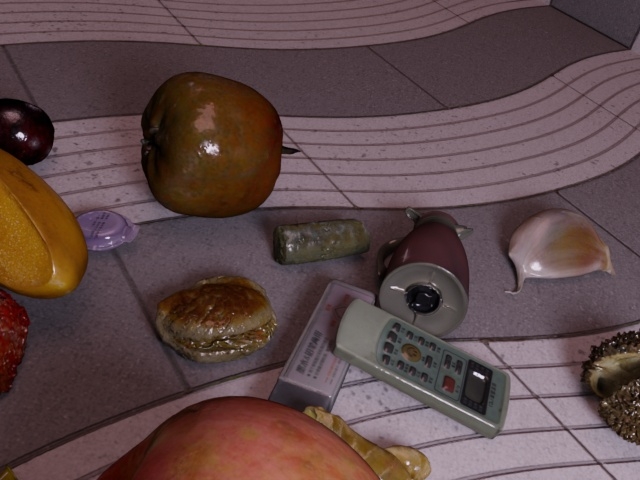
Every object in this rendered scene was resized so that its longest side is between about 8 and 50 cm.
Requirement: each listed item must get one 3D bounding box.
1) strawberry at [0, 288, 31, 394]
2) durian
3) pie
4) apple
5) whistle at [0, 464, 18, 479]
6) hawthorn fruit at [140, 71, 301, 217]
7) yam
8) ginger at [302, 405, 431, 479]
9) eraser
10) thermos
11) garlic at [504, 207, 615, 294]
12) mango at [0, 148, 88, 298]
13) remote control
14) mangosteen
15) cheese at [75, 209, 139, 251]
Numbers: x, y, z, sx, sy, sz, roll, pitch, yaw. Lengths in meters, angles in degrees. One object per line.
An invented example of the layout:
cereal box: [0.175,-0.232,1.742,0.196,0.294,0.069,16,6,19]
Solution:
strawberry: [-0.488,0.129,1.010,0.140,0.085,0.192,10,39,-5]
durian: [0.510,0.230,1.101,0.196,0.167,0.196,16,54,-23]
pie: [-0.163,0.115,1.118,0.193,0.079,0.163,-14,41,-30]
apple: [-0.076,0.332,0.646,0.363,0.364,0.364,7,38,-6]
whistle: [-0.412,0.307,0.836,0.109,0.046,0.057,-26,66,-31]
hawthorn fruit: [-0.183,-0.169,1.333,0.300,0.268,0.268,6,37,-23]
yam: [0.000,0.000,1.304,0.179,0.078,0.078,-9,42,-23]
ginger: [0.053,0.301,0.928,0.205,0.081,0.115,24,60,-10]
eraser: [0.012,0.165,1.110,0.089,0.061,0.352,20,39,9]
thermos: [0.182,0.041,1.263,0.176,0.146,0.265,-8,25,17]
garlic: [0.437,0.015,1.400,0.266,0.129,0.148,-16,33,-16]
mango: [-0.478,-0.025,1.102,0.350,0.201,0.199,32,33,28]
remote control: [0.156,0.189,1.084,0.285,0.038,0.123,29,39,1]
mangosteen: [-0.592,-0.198,1.367,0.152,0.152,0.152,7,38,-6]
cheese: [-0.415,-0.021,1.250,0.190,0.042,0.105,8,39,6]
